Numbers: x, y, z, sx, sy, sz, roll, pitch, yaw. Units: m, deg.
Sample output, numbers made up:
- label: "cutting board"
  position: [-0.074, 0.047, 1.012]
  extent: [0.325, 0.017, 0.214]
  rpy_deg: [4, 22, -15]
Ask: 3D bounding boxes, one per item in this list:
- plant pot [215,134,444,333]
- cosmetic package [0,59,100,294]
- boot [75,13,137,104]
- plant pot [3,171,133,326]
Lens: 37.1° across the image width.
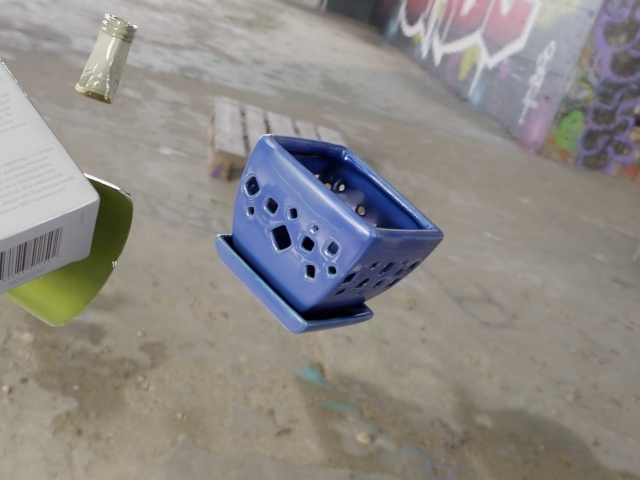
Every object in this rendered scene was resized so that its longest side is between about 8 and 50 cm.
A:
- label: "plant pot"
  position: [0.000, 0.000, 1.399]
  extent: [0.236, 0.212, 0.236]
  rpy_deg: [43, 22, 23]
- label: "cosmetic package"
  position: [-0.539, -0.140, 1.373]
  extent: [0.230, 0.161, 0.453]
  rpy_deg: [-26, 69, -33]
- label: "boot"
  position: [-0.412, -0.351, 1.845]
  extent: [0.077, 0.165, 0.213]
  rpy_deg: [17, 5, -19]
- label: "plant pot"
  position: [-0.518, -0.037, 1.610]
  extent: [0.293, 0.274, 0.275]
  rpy_deg: [32, 9, -32]
